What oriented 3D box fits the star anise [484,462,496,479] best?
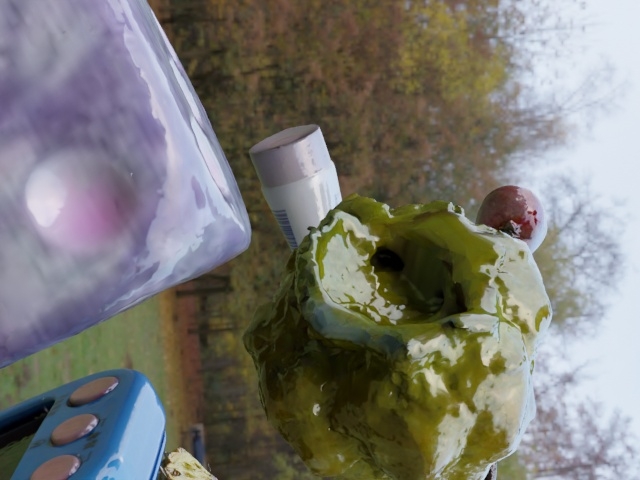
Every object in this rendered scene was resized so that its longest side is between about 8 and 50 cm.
[{"bbox_3d":[0.140,0.185,0.880,0.157,0.054,0.212,43,-55,50],"label":"star anise"}]

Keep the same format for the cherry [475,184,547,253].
[{"bbox_3d":[0.247,-0.017,1.164,0.106,0.087,0.126,-61,162,-2],"label":"cherry"}]

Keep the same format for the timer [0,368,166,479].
[{"bbox_3d":[-0.322,0.273,0.958,0.340,0.309,0.115,-95,163,-73],"label":"timer"}]

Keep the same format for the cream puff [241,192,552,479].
[{"bbox_3d":[0.052,0.068,0.739,0.185,0.282,0.281,44,24,-41],"label":"cream puff"}]

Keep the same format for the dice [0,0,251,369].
[{"bbox_3d":[-0.223,-0.058,0.672,0.270,0.270,0.271,-101,166,-88],"label":"dice"}]

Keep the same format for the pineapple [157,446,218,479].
[{"bbox_3d":[-0.163,0.325,1.104,0.069,0.116,0.137,-60,-156,14],"label":"pineapple"}]

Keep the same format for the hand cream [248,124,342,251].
[{"bbox_3d":[0.000,0.000,0.989,0.133,0.083,0.247,-73,144,-65],"label":"hand cream"}]
